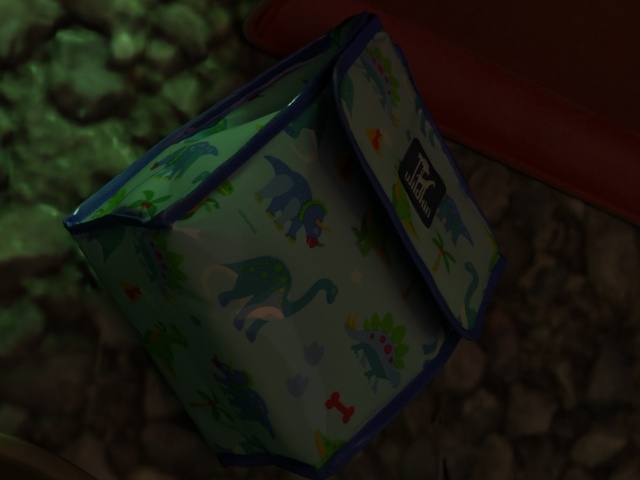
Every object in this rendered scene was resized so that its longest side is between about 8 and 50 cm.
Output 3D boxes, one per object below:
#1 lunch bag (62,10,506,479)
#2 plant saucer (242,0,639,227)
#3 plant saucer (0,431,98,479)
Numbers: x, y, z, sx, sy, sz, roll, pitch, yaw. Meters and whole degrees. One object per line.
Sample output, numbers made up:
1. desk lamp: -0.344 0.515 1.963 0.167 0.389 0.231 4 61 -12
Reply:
1. lunch bag: 0.000 0.000 0.749 0.151 0.096 0.129 -41 113 -31
2. plant saucer: 0.141 -0.123 0.768 0.258 0.259 0.048 23 47 -25
3. plant saucer: -0.161 0.202 0.678 0.278 0.041 0.278 2 86 -28
